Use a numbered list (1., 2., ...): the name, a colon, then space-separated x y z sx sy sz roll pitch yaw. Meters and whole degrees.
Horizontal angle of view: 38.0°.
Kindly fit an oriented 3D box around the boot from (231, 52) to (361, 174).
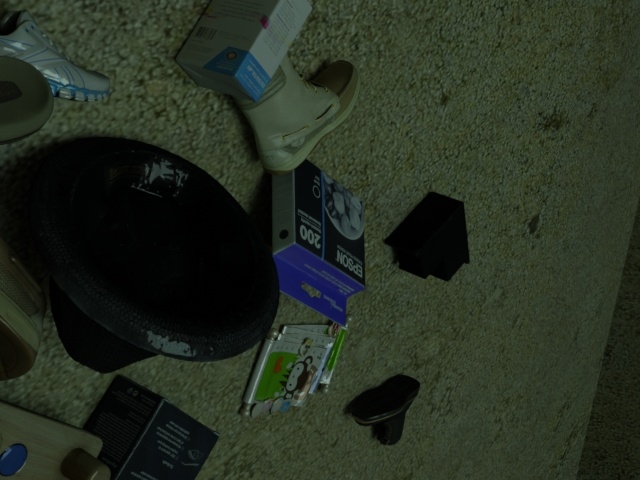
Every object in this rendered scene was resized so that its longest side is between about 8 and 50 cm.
1. boot: -0.031 -0.216 1.277 0.213 0.077 0.165 -51 140 -24

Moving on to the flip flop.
1. flip flop: -0.328 -0.113 0.768 0.277 0.080 0.112 -27 84 -51

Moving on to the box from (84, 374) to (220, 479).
1. box: -0.239 0.286 1.233 0.158 0.093 0.156 -60 145 -16

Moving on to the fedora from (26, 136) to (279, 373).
1. fedora: -0.203 0.037 1.037 0.334 0.334 0.152 -6 143 -53

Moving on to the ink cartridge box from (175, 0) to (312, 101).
1. ink cartridge box: -0.084 -0.270 1.144 0.181 0.104 0.061 -61 146 -12

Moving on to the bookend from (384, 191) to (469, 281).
1. bookend: 0.202 0.021 1.728 0.156 0.072 0.157 -45 140 -30

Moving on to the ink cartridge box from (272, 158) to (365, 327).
1. ink cartridge box: 0.000 0.000 1.364 0.206 0.045 0.208 33 51 -51

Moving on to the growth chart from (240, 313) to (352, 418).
1. growth chart: -0.039 0.209 1.539 0.237 0.021 0.172 -1 109 -54

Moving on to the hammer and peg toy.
1. hammer and peg toy: -0.399 0.275 0.973 0.266 0.127 0.361 -62 145 -11

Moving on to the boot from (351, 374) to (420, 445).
1. boot: 0.121 0.355 1.796 0.198 0.076 0.137 -14 123 -50

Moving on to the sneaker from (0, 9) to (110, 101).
1. sneaker: -0.287 -0.188 0.941 0.190 0.071 0.083 1 101 -55

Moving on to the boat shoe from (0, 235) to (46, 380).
1. boat shoe: -0.381 -0.009 0.882 0.110 0.121 0.341 -85 156 -48

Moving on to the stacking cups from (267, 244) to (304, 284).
1. stacking cups: -0.100 0.054 1.305 0.316 0.096 0.096 -5 111 -54
